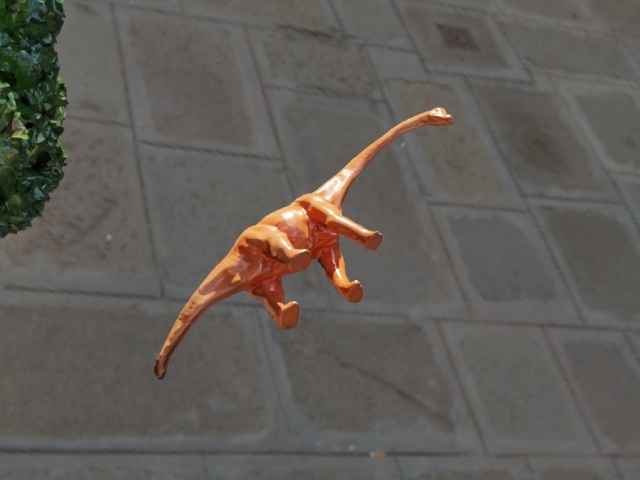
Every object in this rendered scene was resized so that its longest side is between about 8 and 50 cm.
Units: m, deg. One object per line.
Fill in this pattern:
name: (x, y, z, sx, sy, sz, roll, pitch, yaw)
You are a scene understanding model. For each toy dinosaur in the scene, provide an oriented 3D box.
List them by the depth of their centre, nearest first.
toy dinosaur: (-0.001, -0.005, 0.672, 0.279, 0.055, 0.101, -31, 42, -21)

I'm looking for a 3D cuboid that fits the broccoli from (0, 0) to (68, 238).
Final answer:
broccoli: (-0.226, -0.098, 0.398, 0.269, 0.270, 0.270, 12, 50, -15)
